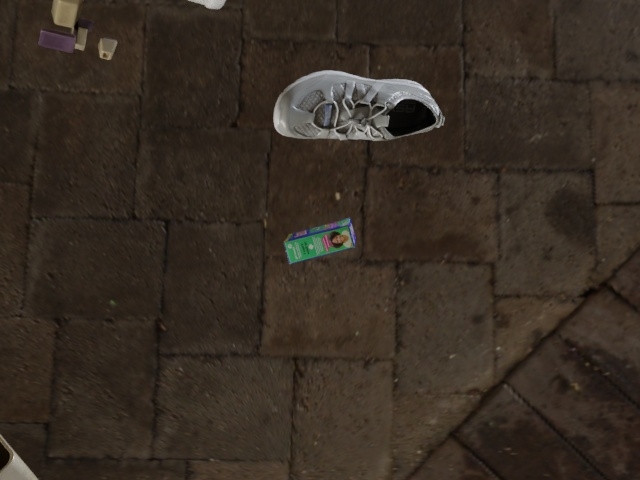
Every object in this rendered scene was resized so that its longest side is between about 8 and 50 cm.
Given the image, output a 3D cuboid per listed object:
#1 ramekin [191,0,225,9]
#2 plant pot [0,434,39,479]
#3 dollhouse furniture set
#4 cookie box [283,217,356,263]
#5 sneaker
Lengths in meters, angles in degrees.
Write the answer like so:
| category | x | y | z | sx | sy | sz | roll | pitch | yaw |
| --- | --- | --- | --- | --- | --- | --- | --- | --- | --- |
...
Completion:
| category | x | y | z | sx | sy | sz | roll | pitch | yaw |
| --- | --- | --- | --- | --- | --- | --- | --- | --- | --- |
| ramekin | -0.203 | -0.490 | 1.510 | 0.109 | 0.207 | 0.207 | 5 | 75 | -18 |
| plant pot | -0.242 | 0.186 | 0.636 | 0.109 | 0.096 | 0.109 | -47 | 44 | -16 |
| dollhouse furniture set | -0.277 | -0.283 | 1.092 | 0.091 | 0.114 | 0.081 | 9 | 68 | -19 |
| cookie box | 0.000 | 0.000 | 1.477 | 0.107 | 0.092 | 0.040 | -15 | 97 | 5 |
| sneaker | 0.065 | -0.207 | 1.450 | 0.281 | 0.115 | 0.105 | -9 | 117 | -21 |
